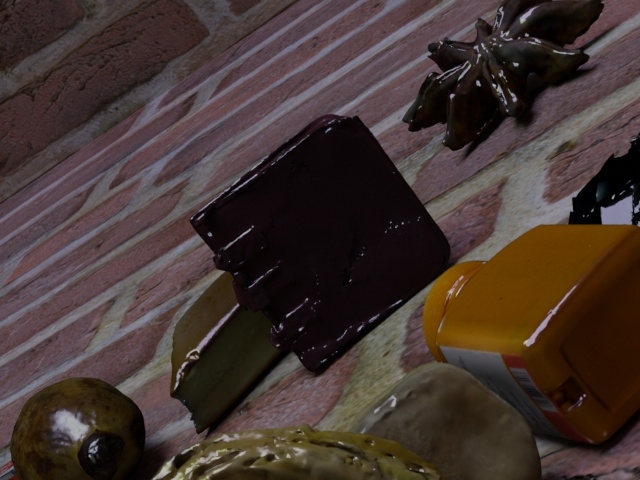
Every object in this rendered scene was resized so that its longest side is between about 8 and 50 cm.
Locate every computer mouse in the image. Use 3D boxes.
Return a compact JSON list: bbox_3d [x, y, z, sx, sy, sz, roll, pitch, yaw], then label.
[{"bbox_3d":[0.275,-0.037,1.453,0.146,0.077,0.241,-25,21,34],"label":"computer mouse"}]

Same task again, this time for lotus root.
[{"bbox_3d":[-0.264,0.222,1.821,0.145,0.128,0.260,-57,15,-12],"label":"lotus root"}]

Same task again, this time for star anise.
[{"bbox_3d":[0.217,-0.216,2.022,0.288,0.088,0.288,-27,34,20],"label":"star anise"}]

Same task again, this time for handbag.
[{"bbox_3d":[0.000,-0.001,1.724,0.216,0.203,0.074,-39,8,-1],"label":"handbag"}]

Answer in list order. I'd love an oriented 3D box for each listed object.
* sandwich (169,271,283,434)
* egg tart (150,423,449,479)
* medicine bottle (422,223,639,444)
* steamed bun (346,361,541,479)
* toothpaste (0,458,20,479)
[{"bbox_3d":[-0.084,0.094,1.834,0.258,0.094,0.096,-47,20,-22],"label":"sandwich"},{"bbox_3d":[-0.021,0.253,1.058,0.288,0.288,0.118,-41,-10,-9],"label":"egg tart"},{"bbox_3d":[0.177,0.068,1.316,0.149,0.112,0.222,-45,18,-17],"label":"medicine bottle"},{"bbox_3d":[0.059,0.189,1.243,0.172,0.141,0.155,-45,4,-29],"label":"steamed bun"},{"bbox_3d":[-0.434,0.328,2.057,0.196,0.040,0.047,-33,20,18],"label":"toothpaste"}]
